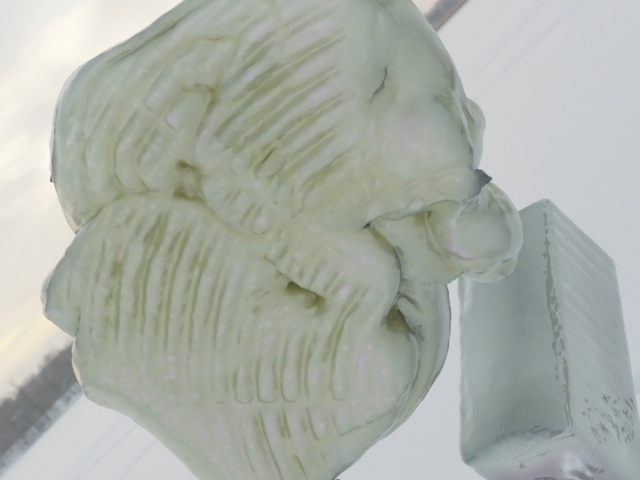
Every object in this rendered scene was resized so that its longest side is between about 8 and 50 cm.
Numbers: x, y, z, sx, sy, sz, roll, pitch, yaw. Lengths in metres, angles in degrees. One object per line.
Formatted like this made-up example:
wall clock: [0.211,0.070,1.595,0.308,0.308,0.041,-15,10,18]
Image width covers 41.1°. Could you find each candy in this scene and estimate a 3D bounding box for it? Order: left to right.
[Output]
candy: [0.276,0.145,1.028,0.145,0.208,0.359,-27,40,34]

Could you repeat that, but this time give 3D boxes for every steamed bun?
steamed bun: [-0.028,-0.011,0.531,0.206,0.275,0.320,-76,10,-73]
